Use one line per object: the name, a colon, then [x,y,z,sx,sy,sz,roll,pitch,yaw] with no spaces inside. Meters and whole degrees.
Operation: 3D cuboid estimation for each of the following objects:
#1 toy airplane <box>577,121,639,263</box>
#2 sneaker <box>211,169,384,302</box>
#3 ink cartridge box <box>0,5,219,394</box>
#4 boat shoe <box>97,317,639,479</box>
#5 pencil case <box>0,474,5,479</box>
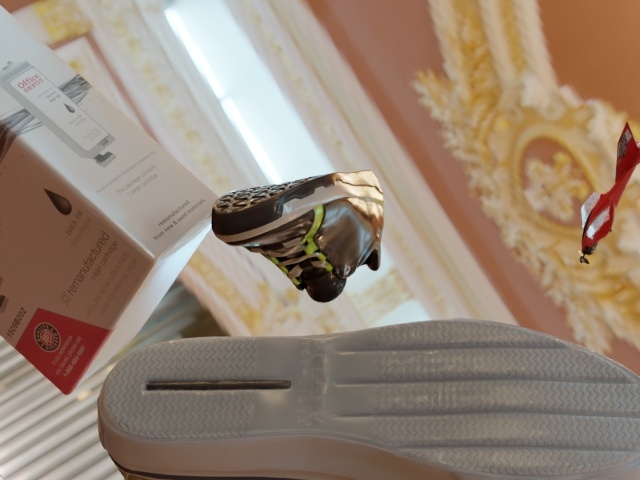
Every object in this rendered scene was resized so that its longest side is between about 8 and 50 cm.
toy airplane: [0.293,-0.045,1.412,0.028,0.151,0.151,20,-30,1]
sneaker: [0.000,0.000,1.067,0.084,0.235,0.097,-9,-89,26]
ink cartridge box: [-0.256,-0.038,1.218,0.283,0.117,0.207,41,-50,4]
boat shoe: [0.031,0.108,0.764,0.302,0.109,0.094,3,-43,11]
pencil case: [-0.260,0.271,1.142,0.086,0.088,0.206,-8,-64,50]
